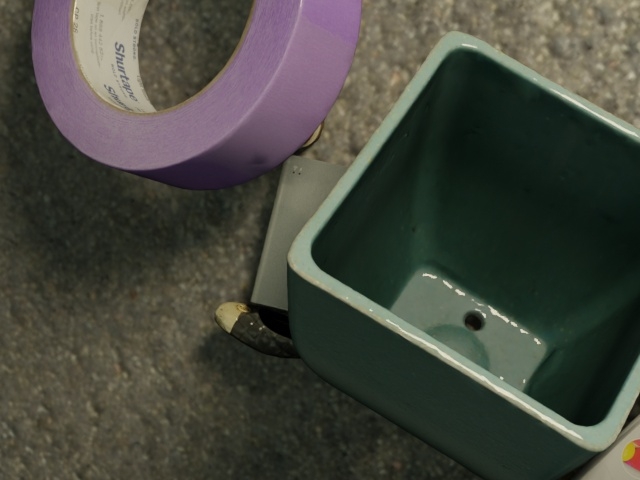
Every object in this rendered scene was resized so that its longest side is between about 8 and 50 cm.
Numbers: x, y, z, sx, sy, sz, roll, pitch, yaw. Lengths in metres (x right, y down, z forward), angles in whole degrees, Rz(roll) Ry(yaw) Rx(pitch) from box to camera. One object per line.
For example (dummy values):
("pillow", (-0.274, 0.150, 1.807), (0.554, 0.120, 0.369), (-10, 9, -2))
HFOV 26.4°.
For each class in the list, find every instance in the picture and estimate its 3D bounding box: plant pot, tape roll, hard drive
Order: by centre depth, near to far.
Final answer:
("plant pot", (0.122, 0.047, 1.047), (0.247, 0.248, 0.252), (31, 151, 8))
("tape roll", (-0.105, -0.183, 1.111), (0.275, 0.090, 0.275), (-6, 77, 30))
("hard drive", (0.000, 0.000, 1.187), (0.094, 0.022, 0.135), (13, 88, 14))

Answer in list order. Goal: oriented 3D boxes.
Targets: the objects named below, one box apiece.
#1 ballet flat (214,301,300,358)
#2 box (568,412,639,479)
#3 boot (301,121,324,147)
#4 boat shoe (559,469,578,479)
("ballet flat", (-0.009, 0.080, 1.204), (0.173, 0.057, 0.049), (15, 119, 5))
("box", (0.243, 0.224, 0.922), (0.186, 0.038, 0.145), (43, 111, 5))
("boot", (-0.032, -0.154, 1.154), (0.059, 0.084, 0.158), (-5, 98, 19))
("boat shoe", (0.239, 0.336, 1.160), (0.103, 0.113, 0.302), (-34, 79, 21))
